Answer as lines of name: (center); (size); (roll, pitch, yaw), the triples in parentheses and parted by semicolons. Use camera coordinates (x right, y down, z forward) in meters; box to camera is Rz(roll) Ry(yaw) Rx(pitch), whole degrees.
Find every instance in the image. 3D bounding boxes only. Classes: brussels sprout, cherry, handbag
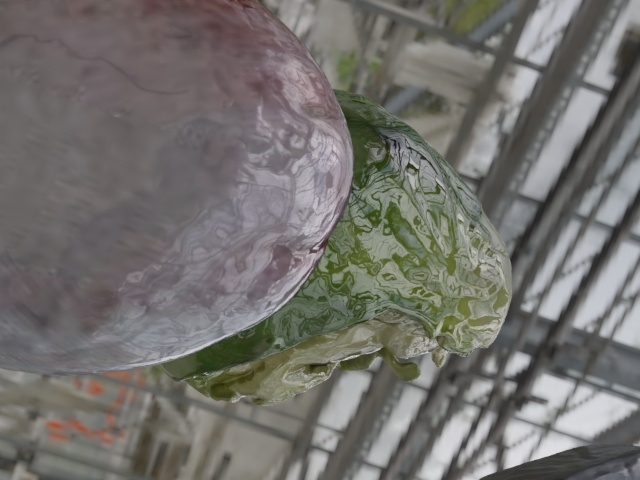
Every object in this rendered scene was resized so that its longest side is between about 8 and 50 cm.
brussels sprout: (0.000, 0.000, 1.409); (0.276, 0.371, 0.315); (162, -70, -67)
cherry: (-0.155, -0.050, 1.008); (0.326, 0.335, 0.291); (-46, 159, -6)
handbag: (0.321, 0.373, 1.891); (0.181, 0.254, 0.181); (-8, -89, 53)
